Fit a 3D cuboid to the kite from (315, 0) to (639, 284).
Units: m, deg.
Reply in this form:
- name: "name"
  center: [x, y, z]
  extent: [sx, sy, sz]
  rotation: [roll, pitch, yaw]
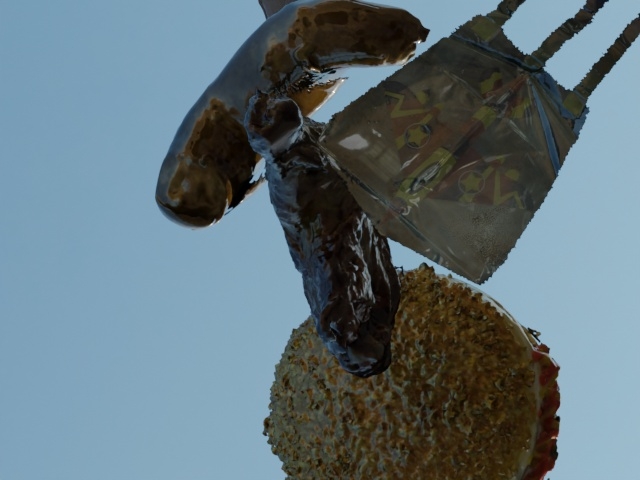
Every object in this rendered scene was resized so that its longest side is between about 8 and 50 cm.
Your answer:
- name: "kite"
  center: [0.115, -0.095, 1.086]
  extent: [0.141, 0.245, 0.015]
  rotation: [43, 180, 21]

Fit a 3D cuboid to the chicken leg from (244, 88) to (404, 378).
- name: "chicken leg"
  center: [0.001, -0.009, 1.628]
  extent: [0.177, 0.083, 0.322]
  rotation: [-72, -30, -60]

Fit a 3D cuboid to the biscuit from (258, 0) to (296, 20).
- name: "biscuit"
  center: [-0.020, -0.217, 1.952]
  extent: [0.019, 0.102, 0.130]
  rotation: [-29, -119, -29]

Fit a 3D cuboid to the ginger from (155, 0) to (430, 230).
- name: "ginger"
  center: [-0.045, -0.139, 1.854]
  extent: [0.107, 0.309, 0.133]
  rotation: [34, -163, -34]

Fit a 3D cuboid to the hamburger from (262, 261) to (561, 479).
- name: "hamburger"
  center: [0.093, 0.165, 1.851]
  extent: [0.276, 0.294, 0.179]
  rotation: [-70, -18, -1]
